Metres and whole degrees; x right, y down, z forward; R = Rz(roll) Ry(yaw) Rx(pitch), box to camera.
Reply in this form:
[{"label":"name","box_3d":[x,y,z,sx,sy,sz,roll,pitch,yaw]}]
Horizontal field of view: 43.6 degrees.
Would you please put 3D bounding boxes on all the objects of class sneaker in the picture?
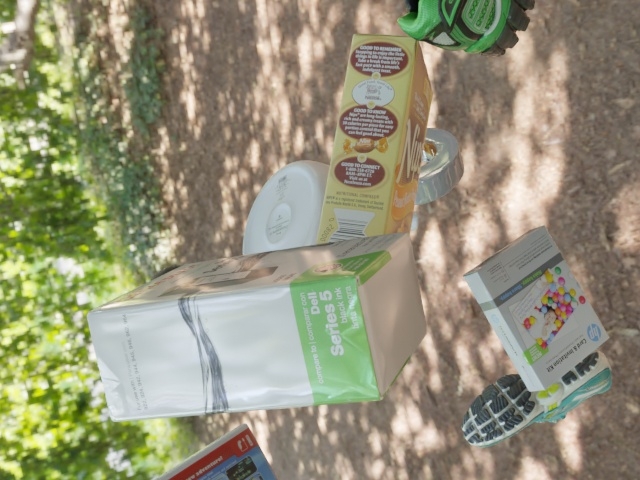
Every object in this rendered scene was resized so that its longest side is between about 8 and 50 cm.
[{"label":"sneaker","box_3d":[0.127,-0.372,0.871,0.134,0.146,0.343,-30,67,56]},{"label":"sneaker","box_3d":[0.371,0.281,1.361,0.110,0.275,0.107,50,-165,-33]}]

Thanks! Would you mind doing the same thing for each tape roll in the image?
[{"label":"tape roll","box_3d":[0.239,-0.184,1.967,0.219,0.219,0.072,48,166,49]}]

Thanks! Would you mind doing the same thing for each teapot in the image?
[{"label":"teapot","box_3d":[0.000,0.000,1.340,0.252,0.187,0.256,-62,36,11]}]

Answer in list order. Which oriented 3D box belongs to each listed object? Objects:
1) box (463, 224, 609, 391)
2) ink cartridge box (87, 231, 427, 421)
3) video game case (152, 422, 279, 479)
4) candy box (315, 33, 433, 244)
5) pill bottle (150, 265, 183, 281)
[{"label":"box","box_3d":[0.301,0.093,1.111,0.186,0.145,0.038,61,153,-1]},{"label":"ink cartridge box","box_3d":[-0.054,0.080,0.783,0.198,0.273,0.114,-32,-68,-68]},{"label":"video game case","box_3d":[-0.100,0.391,0.945,0.285,0.204,0.025,60,145,5]},{"label":"candy box","box_3d":[0.071,-0.078,1.018,0.183,0.088,0.316,41,-121,-73]},{"label":"pill bottle","box_3d":[-0.258,0.155,1.488,0.219,0.123,0.123,91,154,-43]}]
